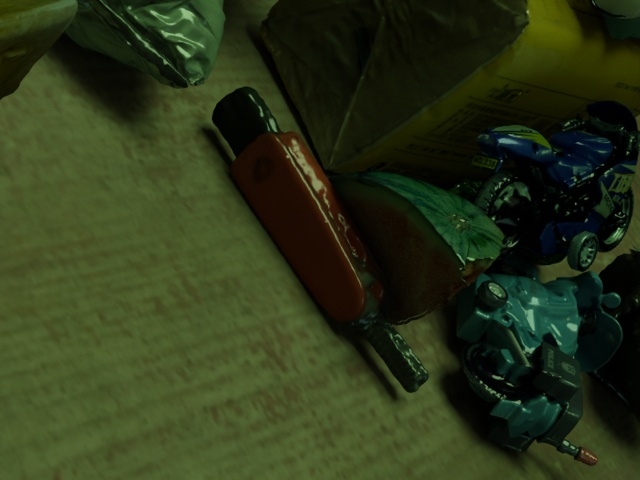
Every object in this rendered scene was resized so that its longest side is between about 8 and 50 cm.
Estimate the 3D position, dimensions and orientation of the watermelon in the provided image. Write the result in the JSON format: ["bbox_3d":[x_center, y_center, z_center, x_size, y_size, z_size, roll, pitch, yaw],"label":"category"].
[{"bbox_3d":[0.073,-0.020,1.527,0.146,0.231,0.128,47,62,-7],"label":"watermelon"}]

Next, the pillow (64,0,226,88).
[{"bbox_3d":[-0.192,-0.279,1.492,0.283,0.138,0.310,38,26,-25],"label":"pillow"}]

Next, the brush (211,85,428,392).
[{"bbox_3d":[0.000,0.000,1.502,0.323,0.070,0.051,55,31,8],"label":"brush"}]

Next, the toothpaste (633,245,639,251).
[{"bbox_3d":[0.483,0.096,2.134,0.089,0.057,0.234,23,31,-45],"label":"toothpaste"}]

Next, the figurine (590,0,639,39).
[{"bbox_3d":[0.355,-0.249,1.703,0.110,0.138,0.245,17,12,35],"label":"figurine"}]

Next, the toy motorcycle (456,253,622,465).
[{"bbox_3d":[0.217,0.105,1.652,0.182,0.123,0.272,28,32,-11],"label":"toy motorcycle"}]

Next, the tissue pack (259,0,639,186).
[{"bbox_3d":[0.170,-0.207,1.784,0.382,0.293,0.228,3,59,-55],"label":"tissue pack"}]

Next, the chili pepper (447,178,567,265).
[{"bbox_3d":[0.199,-0.019,1.835,0.224,0.061,0.098,9,63,-50],"label":"chili pepper"}]

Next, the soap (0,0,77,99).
[{"bbox_3d":[-0.294,-0.115,1.090,0.089,0.173,0.274,52,27,1],"label":"soap"}]

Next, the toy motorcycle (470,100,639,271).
[{"bbox_3d":[0.248,-0.063,1.691,0.113,0.169,0.315,21,14,36],"label":"toy motorcycle"}]

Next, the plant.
[{"bbox_3d":[0.373,0.112,1.849,0.164,0.142,0.256,41,17,-17],"label":"plant"}]
